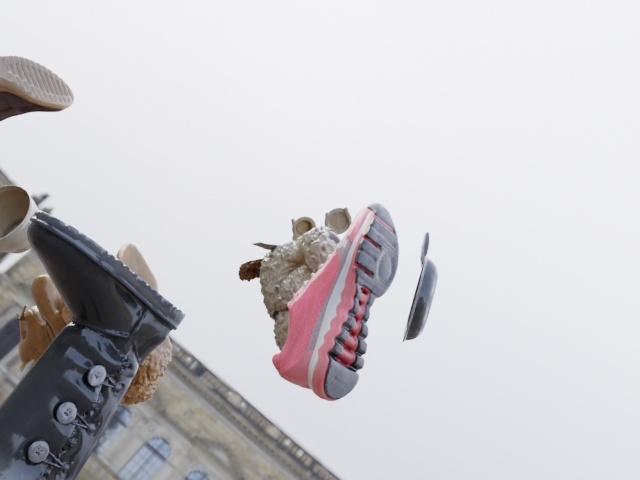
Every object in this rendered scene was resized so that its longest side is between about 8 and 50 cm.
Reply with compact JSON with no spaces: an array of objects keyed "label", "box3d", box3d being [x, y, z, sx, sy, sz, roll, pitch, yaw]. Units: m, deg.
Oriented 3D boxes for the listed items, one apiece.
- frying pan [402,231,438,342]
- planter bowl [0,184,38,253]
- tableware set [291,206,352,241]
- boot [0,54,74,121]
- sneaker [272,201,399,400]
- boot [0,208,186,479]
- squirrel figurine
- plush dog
[{"label":"frying pan","box3d":[0.225,0.112,1.791,0.053,0.326,0.197,16,-74,7]},{"label":"planter bowl","box3d":[-0.734,-0.036,1.904,0.162,0.162,0.109,25,-22,30]},{"label":"tableware set","box3d":[0.000,0.000,1.808,0.020,0.169,0.141,-127,-149,-63]},{"label":"boot","box3d":[-0.567,-0.221,1.348,0.207,0.248,0.090,-38,-120,34]},{"label":"sneaker","box3d":[0.014,0.076,1.206,0.136,0.314,0.116,8,-23,34]},{"label":"boot","box3d":[-0.500,0.220,1.454,0.367,0.445,0.146,45,-16,-31]},{"label":"squirrel figurine","box3d":[-0.560,0.249,1.937,0.370,0.281,0.397,-35,-90,23]},{"label":"plush dog","box3d":[-0.037,0.127,1.473,0.262,0.211,0.225,81,-2,-65]}]
